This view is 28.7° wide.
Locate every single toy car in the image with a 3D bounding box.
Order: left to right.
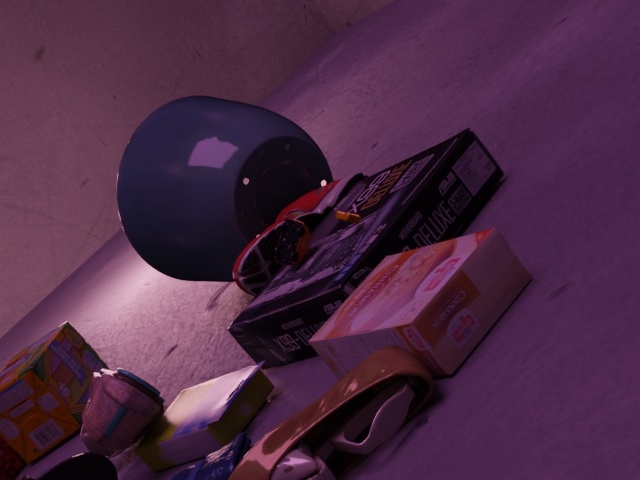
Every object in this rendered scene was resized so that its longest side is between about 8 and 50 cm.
[{"bbox_3d":[0.000,0.000,1.511,0.122,0.060,0.040,-7,-12,39],"label":"toy car"}]

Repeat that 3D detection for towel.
[{"bbox_3d":[-0.120,0.249,1.310,0.119,0.029,0.067,-32,15,27],"label":"towel"}]

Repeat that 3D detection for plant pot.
[{"bbox_3d":[-0.120,-0.070,1.872,0.293,0.293,0.235,-45,30,-24],"label":"plant pot"}]

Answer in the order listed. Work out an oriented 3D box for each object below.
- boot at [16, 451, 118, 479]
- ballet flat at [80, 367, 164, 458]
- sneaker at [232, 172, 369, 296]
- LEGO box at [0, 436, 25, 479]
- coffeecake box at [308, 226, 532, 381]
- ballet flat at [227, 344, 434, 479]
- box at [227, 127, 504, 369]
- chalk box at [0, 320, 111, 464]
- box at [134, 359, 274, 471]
[{"bbox_3d":[-0.368,0.336,1.560,0.263,0.091,0.229,-42,14,-5],"label":"boot"},{"bbox_3d":[-0.260,0.219,1.577,0.106,0.108,0.316,-61,0,-11],"label":"ballet flat"},{"bbox_3d":[-0.030,0.002,1.721,0.118,0.107,0.279,-8,21,45],"label":"sneaker"},{"bbox_3d":[-0.721,0.265,1.857,0.193,0.500,0.372,-31,15,32],"label":"LEGO box"},{"bbox_3d":[0.096,0.069,1.241,0.142,0.068,0.185,-45,15,-30],"label":"coffeecake box"},{"bbox_3d":[0.006,0.180,1.103,0.232,0.080,0.073,-43,28,-12],"label":"ballet flat"},{"bbox_3d":[0.056,0.012,1.524,0.242,0.076,0.307,-23,21,52],"label":"box"},{"bbox_3d":[-0.427,0.228,1.997,0.132,0.132,0.213,-34,14,19],"label":"chalk box"},{"bbox_3d":[-0.131,0.205,1.458,0.178,0.042,0.109,-25,20,47],"label":"box"}]
